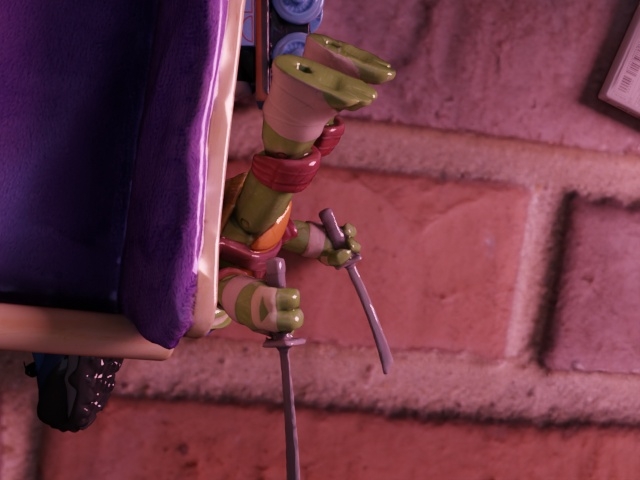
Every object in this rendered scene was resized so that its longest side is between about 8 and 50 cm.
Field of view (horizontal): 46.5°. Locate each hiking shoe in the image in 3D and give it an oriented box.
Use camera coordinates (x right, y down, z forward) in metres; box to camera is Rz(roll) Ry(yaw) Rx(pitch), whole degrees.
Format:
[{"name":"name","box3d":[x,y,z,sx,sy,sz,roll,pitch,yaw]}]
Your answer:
[{"name":"hiking shoe","box3d":[-0.231,0.004,0.612,0.132,0.113,0.303,-3,86,0]}]

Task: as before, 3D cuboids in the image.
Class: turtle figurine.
[{"name":"turtle figurine","box3d":[0.000,0.000,0.576,0.198,0.275,0.266,-10,133,-46]}]

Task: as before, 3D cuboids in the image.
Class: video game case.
[{"name":"video game case","box3d":[0.359,-0.178,0.712,0.143,0.019,0.157,23,91,-10]}]

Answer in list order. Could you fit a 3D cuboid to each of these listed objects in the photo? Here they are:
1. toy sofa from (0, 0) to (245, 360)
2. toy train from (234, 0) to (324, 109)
[{"name":"toy sofa","box3d":[-0.150,-0.110,0.479,0.150,0.177,0.362,10,82,-28]},{"name":"toy train","box3d":[-0.050,-0.198,0.625,0.105,0.080,0.184,0,95,-1]}]
